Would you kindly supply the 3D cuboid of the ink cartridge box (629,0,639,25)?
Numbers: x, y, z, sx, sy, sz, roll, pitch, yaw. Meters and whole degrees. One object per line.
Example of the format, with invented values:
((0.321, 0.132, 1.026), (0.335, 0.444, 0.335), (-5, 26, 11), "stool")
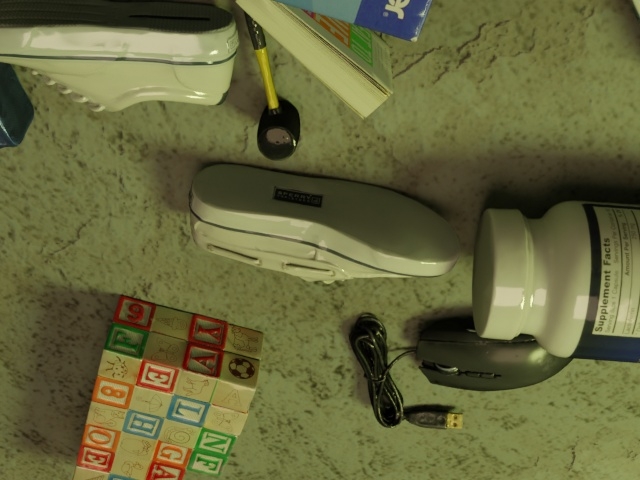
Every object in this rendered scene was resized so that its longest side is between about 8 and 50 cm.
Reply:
((0.312, -0.204, 0.733), (0.127, 0.072, 0.175), (-24, 124, 23), "ink cartridge box")

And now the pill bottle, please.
((0.285, 0.040, 0.884), (0.264, 0.153, 0.153), (4, 129, 2), "pill bottle")

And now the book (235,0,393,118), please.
((-0.003, -0.178, 0.763), (0.144, 0.096, 0.035), (36, 124, -24), "book")

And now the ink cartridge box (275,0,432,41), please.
((-0.017, -0.312, 0.625), (0.395, 0.151, 0.270), (13, 129, -8), "ink cartridge box")

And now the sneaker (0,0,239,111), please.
((-0.201, -0.155, 0.797), (0.258, 0.094, 0.091), (5, 125, -1), "sneaker")

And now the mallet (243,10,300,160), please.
((-0.051, -0.168, 0.820), (0.039, 0.062, 0.190), (-8, 113, 7), "mallet")

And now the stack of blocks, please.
((-0.190, 0.217, 1.106), (0.171, 0.087, 0.297), (16, 129, -9), "stack of blocks")

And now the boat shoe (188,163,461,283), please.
((0.000, 0.000, 0.912), (0.267, 0.096, 0.088), (9, 133, -2), "boat shoe")

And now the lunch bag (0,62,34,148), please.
((-0.313, -0.126, 0.847), (0.065, 0.067, 0.098), (-8, 130, 11), "lunch bag")

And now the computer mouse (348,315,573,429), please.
((0.169, 0.162, 1.052), (0.261, 0.060, 0.184), (-5, 128, 8), "computer mouse")
